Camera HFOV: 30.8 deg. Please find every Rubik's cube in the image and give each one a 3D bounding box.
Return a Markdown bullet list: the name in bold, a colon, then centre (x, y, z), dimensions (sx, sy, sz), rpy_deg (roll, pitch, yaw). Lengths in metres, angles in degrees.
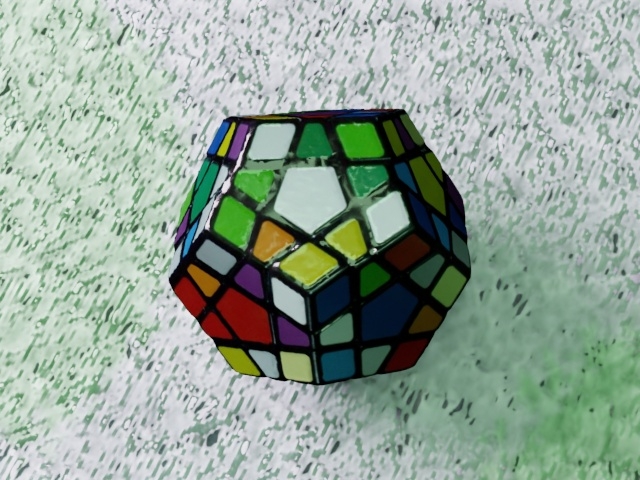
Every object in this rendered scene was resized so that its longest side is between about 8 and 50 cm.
- **Rubik's cube**: centre (0.000, 0.000, 0.501), dimensions (0.133, 0.133, 0.112), rpy_deg (-38, 46, -8)
